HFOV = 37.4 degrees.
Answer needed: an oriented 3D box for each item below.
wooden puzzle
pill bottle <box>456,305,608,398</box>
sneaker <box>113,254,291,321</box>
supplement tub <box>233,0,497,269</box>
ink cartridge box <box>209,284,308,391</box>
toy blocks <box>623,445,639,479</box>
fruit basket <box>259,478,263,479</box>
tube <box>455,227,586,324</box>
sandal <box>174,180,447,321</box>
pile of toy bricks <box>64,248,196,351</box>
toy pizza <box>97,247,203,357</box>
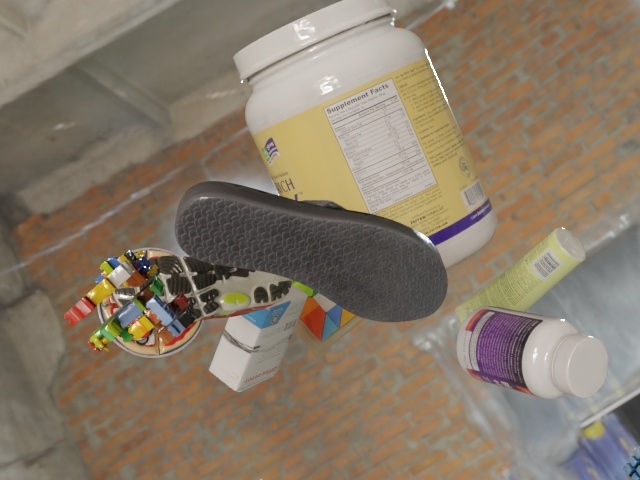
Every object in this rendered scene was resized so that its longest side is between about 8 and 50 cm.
[{"bbox_3d":[0.018,0.122,2.100,0.221,0.044,0.238,-39,-61,1],"label":"wooden puzzle"},{"bbox_3d":[0.285,0.153,1.271,0.108,0.108,0.193,-16,13,-32],"label":"pill bottle"},{"bbox_3d":[-0.181,0.089,1.439,0.279,0.107,0.118,-1,-23,-26],"label":"sneaker"},{"bbox_3d":[0.052,-0.115,1.172,0.241,0.331,0.241,-24,6,3],"label":"supplement tub"},{"bbox_3d":[-0.119,0.179,1.822,0.140,0.082,0.190,-16,-46,-57],"label":"ink cartridge box"},{"bbox_3d":[0.557,0.360,1.393,0.261,0.190,0.381,-2,-53,-28],"label":"toy blocks"},{"bbox_3d":[-0.041,0.447,0.824,0.166,0.327,0.353,-8,-50,-21],"label":"fruit basket"},{"bbox_3d":[0.296,0.075,1.429,0.240,0.062,0.070,-48,7,35],"label":"tube"},{"bbox_3d":[0.000,-0.001,0.838,0.255,0.054,0.097,20,-59,-13],"label":"sandal"},{"bbox_3d":[-0.217,0.083,1.044,0.105,0.118,0.212,-41,7,0],"label":"pile of toy bricks"},{"bbox_3d":[-0.298,0.110,1.698,0.201,0.201,0.032,-19,-4,-27],"label":"toy pizza"}]
